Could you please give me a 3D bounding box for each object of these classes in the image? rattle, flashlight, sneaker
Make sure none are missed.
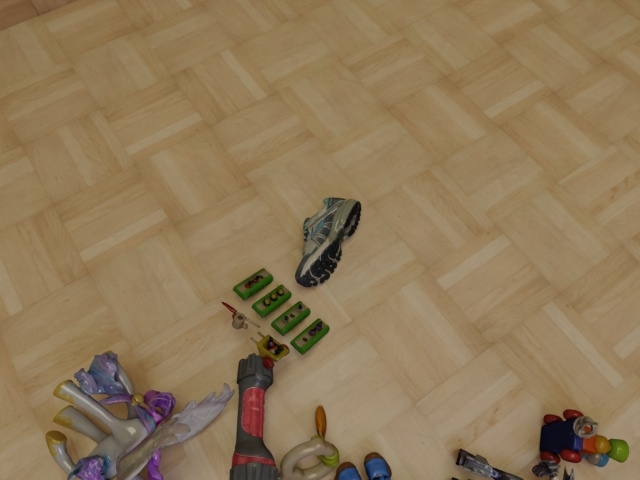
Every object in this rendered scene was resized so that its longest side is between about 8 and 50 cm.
[{"bbox_3d":[-0.066,0.476,1.143,0.199,0.130,0.143,-38,53,11],"label":"rattle"},{"bbox_3d":[-0.140,0.393,1.117,0.103,0.103,0.304,1,47,-3],"label":"flashlight"},{"bbox_3d":[0.000,0.000,1.375,0.122,0.110,0.283,19,61,28],"label":"sneaker"}]

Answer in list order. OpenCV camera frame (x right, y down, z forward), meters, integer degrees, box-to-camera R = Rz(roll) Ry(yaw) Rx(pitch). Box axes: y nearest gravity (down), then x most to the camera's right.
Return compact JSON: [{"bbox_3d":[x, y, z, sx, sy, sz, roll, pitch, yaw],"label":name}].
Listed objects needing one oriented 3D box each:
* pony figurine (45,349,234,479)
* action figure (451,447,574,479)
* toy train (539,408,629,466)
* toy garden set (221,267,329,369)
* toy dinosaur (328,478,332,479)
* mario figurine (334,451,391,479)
[{"bbox_3d":[-0.393,0.413,1.081,0.363,0.303,0.351,41,102,14],"label":"pony figurine"},{"bbox_3d":[0.427,0.546,1.094,0.285,0.099,0.185,13,77,12],"label":"action figure"},{"bbox_3d":[0.582,0.427,1.082,0.143,0.248,0.105,17,64,2],"label":"toy train"},{"bbox_3d":[-0.122,0.181,1.248,0.244,0.049,0.203,39,43,17],"label":"toy garden set"},{"bbox_3d":[-0.019,0.606,1.096,0.092,0.053,0.183,7,70,-15],"label":"toy dinosaur"},{"bbox_3d":[0.125,0.589,1.004,0.170,0.320,0.198,40,98,-23],"label":"mario figurine"}]
